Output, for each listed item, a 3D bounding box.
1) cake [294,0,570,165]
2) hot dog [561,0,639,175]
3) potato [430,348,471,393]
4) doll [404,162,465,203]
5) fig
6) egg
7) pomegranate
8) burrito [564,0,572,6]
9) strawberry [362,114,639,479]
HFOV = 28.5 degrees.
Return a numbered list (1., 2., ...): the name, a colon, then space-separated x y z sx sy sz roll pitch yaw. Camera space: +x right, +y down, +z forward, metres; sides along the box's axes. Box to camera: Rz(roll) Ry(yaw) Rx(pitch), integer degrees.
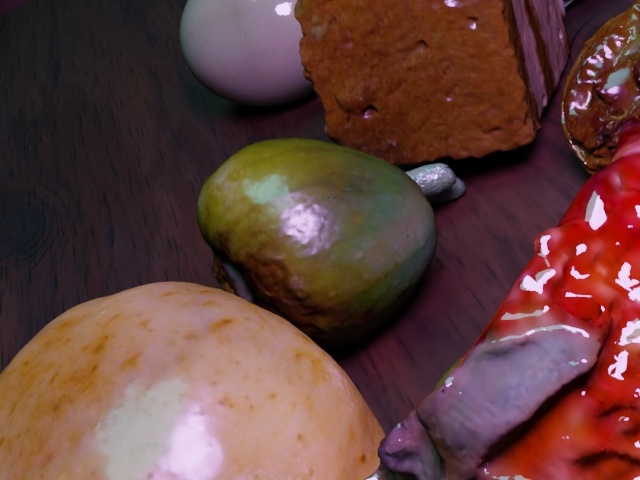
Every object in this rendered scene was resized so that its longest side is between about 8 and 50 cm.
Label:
1. cake: 0.121 -0.213 1.211 0.199 0.196 0.293 -9 25 26
2. hot dog: 0.300 -0.141 1.051 0.227 0.099 0.160 -41 28 -11
3. potato: 0.136 0.122 0.808 0.105 0.085 0.188 -61 29 -6
4. doll: 0.055 -0.035 1.152 0.150 0.077 0.115 -12 -2 17
5. fig: 0.000 0.000 1.040 0.191 0.181 0.181 -13 27 -6
6. egg: -0.068 -0.252 1.506 0.242 0.186 0.186 -13 32 51
7. pomegranate: -0.093 0.176 0.762 0.307 0.307 0.307 -25 29 14
8. burrito: 0.240 -0.290 1.362 0.229 0.089 0.144 -27 32 16
9. strawberry: 0.154 0.067 0.638 0.336 0.149 0.265 -43 -16 -47
